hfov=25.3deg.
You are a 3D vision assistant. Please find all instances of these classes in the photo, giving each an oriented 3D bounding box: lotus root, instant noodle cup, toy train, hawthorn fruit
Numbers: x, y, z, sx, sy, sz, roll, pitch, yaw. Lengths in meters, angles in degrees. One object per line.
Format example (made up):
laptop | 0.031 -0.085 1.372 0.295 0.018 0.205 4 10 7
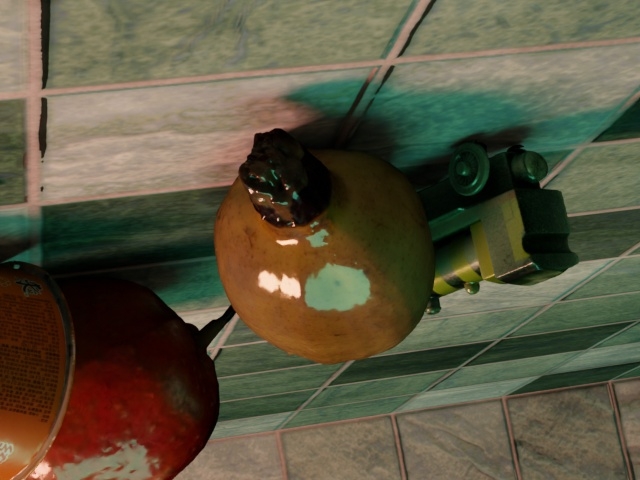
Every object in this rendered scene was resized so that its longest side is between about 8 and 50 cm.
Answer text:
lotus root | 0.000 0.000 1.165 0.183 0.182 0.310 -11 157 4
instant noodle cup | -0.358 0.110 1.257 0.230 0.230 0.182 -20 155 34
toy train | 0.128 -0.008 1.276 0.083 0.132 0.200 0 162 -38
hawthorn fruit | -0.210 0.135 1.468 0.300 0.254 0.254 -38 164 -1
